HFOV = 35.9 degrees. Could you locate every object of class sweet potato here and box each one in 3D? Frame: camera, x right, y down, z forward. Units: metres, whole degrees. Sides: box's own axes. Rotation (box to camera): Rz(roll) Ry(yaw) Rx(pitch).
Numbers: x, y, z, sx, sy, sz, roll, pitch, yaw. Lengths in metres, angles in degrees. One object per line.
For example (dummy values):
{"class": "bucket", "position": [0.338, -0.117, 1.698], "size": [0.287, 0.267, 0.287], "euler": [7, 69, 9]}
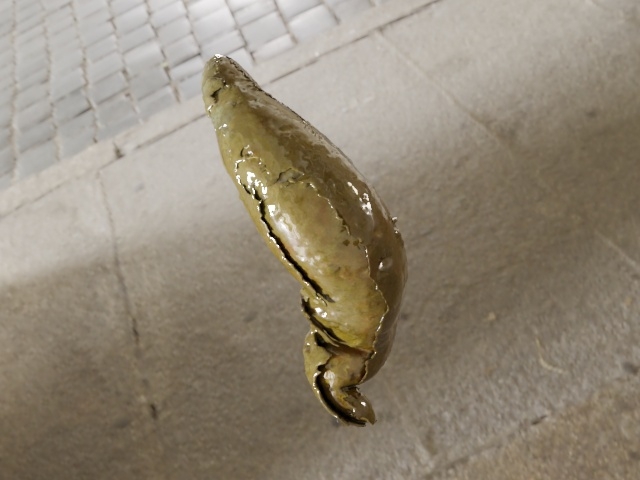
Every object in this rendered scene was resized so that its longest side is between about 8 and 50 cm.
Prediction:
{"class": "sweet potato", "position": [0.003, 0.002, 0.737], "size": [0.124, 0.310, 0.098], "euler": [-7, 23, 47]}
